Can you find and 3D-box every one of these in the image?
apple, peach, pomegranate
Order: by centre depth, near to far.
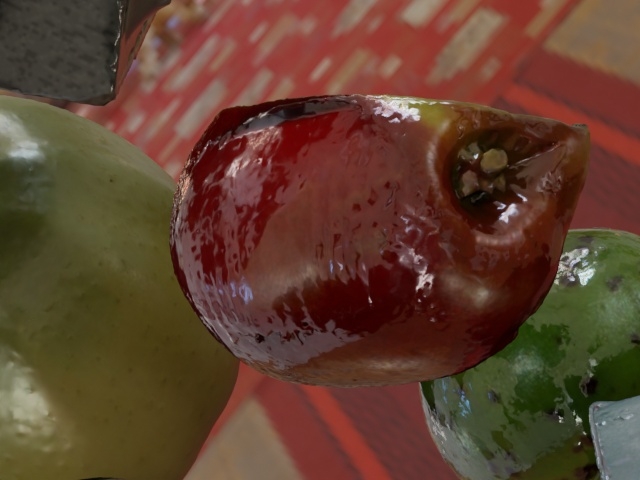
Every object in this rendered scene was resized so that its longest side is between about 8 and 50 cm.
[{"bbox_3d":[-0.003,-0.001,1.043,0.267,0.154,0.158,4,80,48],"label":"peach"},{"bbox_3d":[0.176,0.109,1.273,0.211,0.211,0.263,-43,55,28],"label":"pomegranate"},{"bbox_3d":[-0.240,0.070,1.663,0.312,0.360,0.320,-36,46,11],"label":"apple"}]

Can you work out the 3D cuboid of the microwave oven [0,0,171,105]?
[{"bbox_3d":[-0.238,-0.349,1.319,0.236,0.374,0.432,-83,3,-65],"label":"microwave oven"}]

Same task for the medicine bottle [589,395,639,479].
[{"bbox_3d":[0.310,0.143,1.050,0.290,0.245,0.245,-16,24,12],"label":"medicine bottle"}]

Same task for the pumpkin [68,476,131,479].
[{"bbox_3d":[-0.083,0.248,0.825,0.320,0.320,0.192,-40,13,34],"label":"pumpkin"}]
